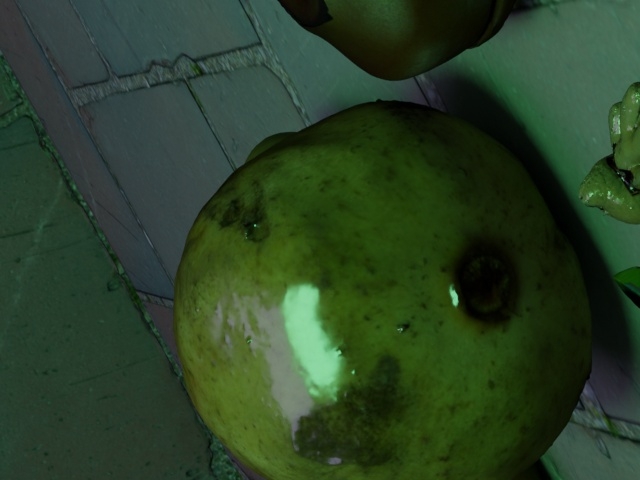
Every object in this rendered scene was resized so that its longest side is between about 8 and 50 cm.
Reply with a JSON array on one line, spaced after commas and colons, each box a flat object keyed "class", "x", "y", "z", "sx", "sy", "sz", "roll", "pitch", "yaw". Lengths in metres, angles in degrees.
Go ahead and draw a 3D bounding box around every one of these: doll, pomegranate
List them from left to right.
[{"class": "pomegranate", "x": 0.043, "y": 0.050, "z": 1.315, "sx": 0.281, "sy": 0.281, "sz": 0.281, "roll": 53, "pitch": 165, "yaw": 21}, {"class": "doll", "x": 0.182, "y": -0.049, "z": 1.122, "sx": 0.093, "sy": 0.051, "sz": 0.061, "roll": 116, "pitch": 146, "yaw": -43}]

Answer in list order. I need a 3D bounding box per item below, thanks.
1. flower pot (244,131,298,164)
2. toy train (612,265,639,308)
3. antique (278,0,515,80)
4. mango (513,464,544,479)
[{"class": "flower pot", "x": 0.000, "y": 0.000, "z": 1.557, "sx": 0.195, "sy": 0.195, "sz": 0.179, "roll": 64, "pitch": 177, "yaw": -20}, {"class": "toy train", "x": 0.234, "y": 0.051, "z": 1.101, "sx": 0.044, "sy": 0.042, "sz": 0.209, "roll": 46, "pitch": 179, "yaw": -30}, {"class": "antique", "x": 0.013, "y": -0.223, "z": 1.137, "sx": 0.278, "sy": 0.129, "sz": 0.223, "roll": 66, "pitch": 167, "yaw": -16}, {"class": "mango", "x": 0.149, "y": 0.269, "z": 1.654, "sx": 0.129, "sy": 0.146, "sz": 0.289, "roll": -29, "pitch": 94, "yaw": 31}]
